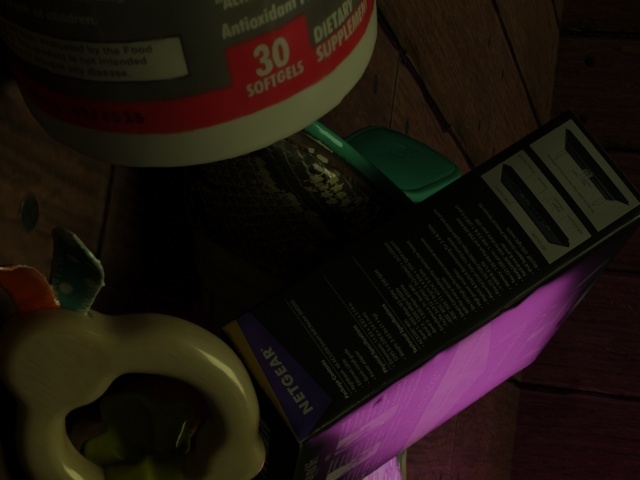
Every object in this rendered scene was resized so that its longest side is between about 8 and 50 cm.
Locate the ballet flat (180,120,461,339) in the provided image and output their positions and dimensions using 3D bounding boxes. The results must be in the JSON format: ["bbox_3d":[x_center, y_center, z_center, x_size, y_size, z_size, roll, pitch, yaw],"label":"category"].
[{"bbox_3d":[0.000,0.000,0.931,0.182,0.164,0.483,-60,168,8],"label":"ballet flat"}]

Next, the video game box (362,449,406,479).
[{"bbox_3d":[0.050,0.252,1.332,0.187,0.048,0.205,-47,140,-61],"label":"video game box"}]

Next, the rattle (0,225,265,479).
[{"bbox_3d":[-0.113,0.046,0.668,0.200,0.130,0.143,53,26,-28],"label":"rattle"}]

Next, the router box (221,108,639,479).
[{"bbox_3d":[0.057,0.069,0.828,0.243,0.081,0.309,-32,164,-15],"label":"router box"}]

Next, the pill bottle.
[{"bbox_3d":[-0.078,-0.200,0.508,0.319,0.176,0.176,79,23,-43],"label":"pill bottle"}]
